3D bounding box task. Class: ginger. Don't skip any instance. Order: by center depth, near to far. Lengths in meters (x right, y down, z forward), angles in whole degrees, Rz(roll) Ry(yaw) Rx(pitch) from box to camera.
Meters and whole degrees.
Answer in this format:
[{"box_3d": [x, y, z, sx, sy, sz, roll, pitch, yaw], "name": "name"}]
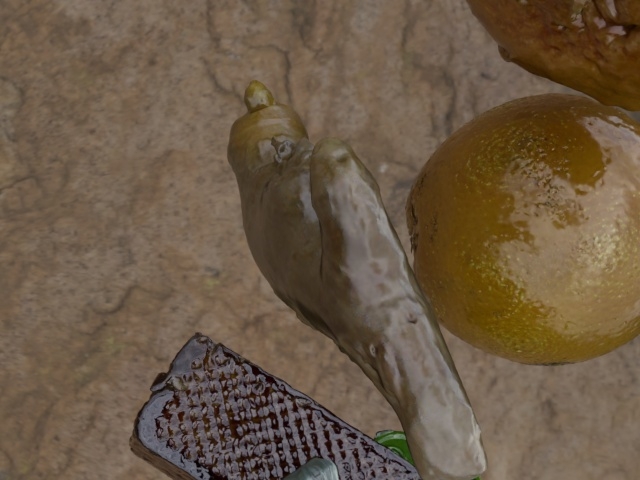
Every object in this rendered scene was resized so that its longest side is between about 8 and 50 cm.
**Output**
[{"box_3d": [-0.001, -0.001, 0.597, 0.080, 0.333, 0.166, -20, 119, -7], "name": "ginger"}]

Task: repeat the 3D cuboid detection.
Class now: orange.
[{"box_3d": [0.219, -0.010, 0.949, 0.274, 0.274, 0.274, 1, 88, -35], "name": "orange"}]

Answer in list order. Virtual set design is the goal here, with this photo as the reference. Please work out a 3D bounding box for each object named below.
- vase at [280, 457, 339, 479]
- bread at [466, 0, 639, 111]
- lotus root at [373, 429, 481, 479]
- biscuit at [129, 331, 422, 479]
[{"box_3d": [0.018, 0.232, 0.695, 0.081, 0.081, 0.148, -22, 72, -34], "name": "vase"}, {"box_3d": [0.235, -0.218, 0.735, 0.145, 0.268, 0.268, -46, 113, -24], "name": "bread"}, {"box_3d": [0.070, 0.306, 0.940, 0.186, 0.186, 0.186, 1, 88, -35], "name": "lotus root"}, {"box_3d": [0.027, 0.221, 0.782, 0.388, 0.073, 0.107, 32, 64, 4], "name": "biscuit"}]
